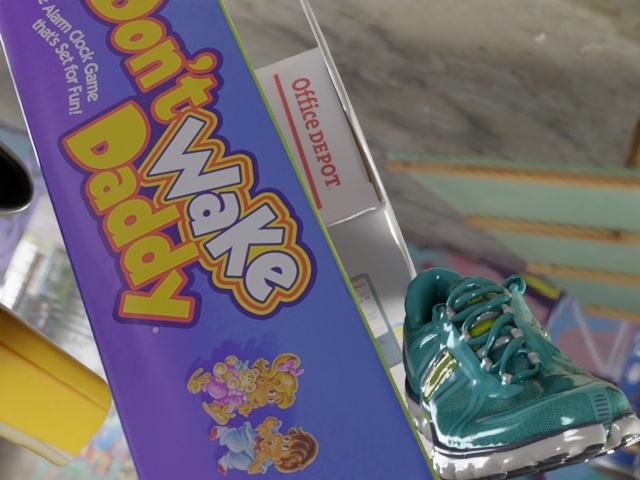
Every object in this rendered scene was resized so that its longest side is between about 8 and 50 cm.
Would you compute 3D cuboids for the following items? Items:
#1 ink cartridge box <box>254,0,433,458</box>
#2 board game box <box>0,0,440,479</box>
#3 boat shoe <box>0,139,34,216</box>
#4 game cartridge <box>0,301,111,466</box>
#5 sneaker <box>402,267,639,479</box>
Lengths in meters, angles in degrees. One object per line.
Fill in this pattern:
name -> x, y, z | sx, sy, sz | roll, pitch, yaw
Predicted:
ink cartridge box -> 0.000, 0.000, 0.988 | 0.207, 0.119, 0.353 | -108, -3, -48
board game box -> -0.029, 0.024, 0.506 | 0.233, 0.078, 0.347 | 67, 179, -59
boat shoe -> -0.355, -0.111, 1.020 | 0.095, 0.112, 0.335 | 12, 163, 36
game cartridge -> -0.247, -0.036, 0.528 | 0.285, 0.053, 0.324 | 33, 167, 21
sneaker -> 0.100, 0.077, 0.780 | 0.107, 0.110, 0.275 | -11, -172, -12
